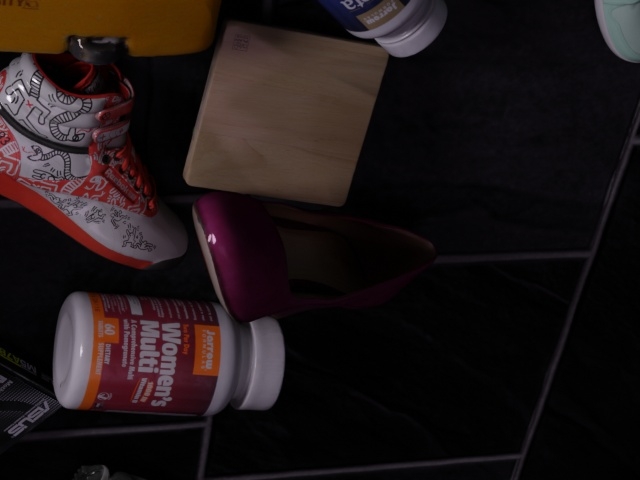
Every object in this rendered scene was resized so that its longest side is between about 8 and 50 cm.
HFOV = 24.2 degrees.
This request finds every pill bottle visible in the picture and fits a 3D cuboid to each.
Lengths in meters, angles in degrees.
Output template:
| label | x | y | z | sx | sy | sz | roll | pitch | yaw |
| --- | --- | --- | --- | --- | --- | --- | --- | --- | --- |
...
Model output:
| label | x | y | z | sx | sy | sz | roll | pitch | yaw |
| --- | --- | --- | --- | --- | --- | --- | --- | --- | --- |
| pill bottle | -0.156 | 0.120 | 1.538 | 0.221 | 0.121 | 0.121 | 6 | 128 | -21 |
| pill bottle | 0.037 | -0.236 | 1.304 | 0.094 | 0.094 | 0.169 | -37 | 130 | 16 |

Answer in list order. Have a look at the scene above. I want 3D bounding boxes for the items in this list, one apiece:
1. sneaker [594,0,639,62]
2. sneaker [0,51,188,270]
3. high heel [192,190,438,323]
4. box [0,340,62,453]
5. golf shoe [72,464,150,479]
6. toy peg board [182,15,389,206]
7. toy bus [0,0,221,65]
| label | x | y | z | sx | sy | sz | roll | pitch | yaw |
| --- | --- | --- | --- | --- | --- | --- | --- | --- | --- |
| sneaker | 0.328 | -0.241 | 1.353 | 0.094 | 0.151 | 0.256 | -6 | 133 | -15 |
| sneaker | -0.196 | -0.076 | 1.376 | 0.270 | 0.090 | 0.145 | 30 | 119 | -32 |
| high heel | 0.000 | 0.000 | 1.402 | 0.181 | 0.127 | 0.377 | -18 | 172 | 8 |
| box | -0.397 | 0.171 | 1.560 | 0.191 | 0.045 | 0.184 | -37 | 129 | 17 |
| golf shoe | -0.273 | 0.379 | 1.746 | 0.120 | 0.105 | 0.273 | 15 | 125 | -36 |
| toy peg board | -0.041 | -0.129 | 1.401 | 0.161 | 0.079 | 0.160 | 7 | 112 | -23 |
| toy bus | -0.244 | -0.223 | 1.203 | 0.333 | 0.130 | 0.108 | 0 | 131 | -18 |
